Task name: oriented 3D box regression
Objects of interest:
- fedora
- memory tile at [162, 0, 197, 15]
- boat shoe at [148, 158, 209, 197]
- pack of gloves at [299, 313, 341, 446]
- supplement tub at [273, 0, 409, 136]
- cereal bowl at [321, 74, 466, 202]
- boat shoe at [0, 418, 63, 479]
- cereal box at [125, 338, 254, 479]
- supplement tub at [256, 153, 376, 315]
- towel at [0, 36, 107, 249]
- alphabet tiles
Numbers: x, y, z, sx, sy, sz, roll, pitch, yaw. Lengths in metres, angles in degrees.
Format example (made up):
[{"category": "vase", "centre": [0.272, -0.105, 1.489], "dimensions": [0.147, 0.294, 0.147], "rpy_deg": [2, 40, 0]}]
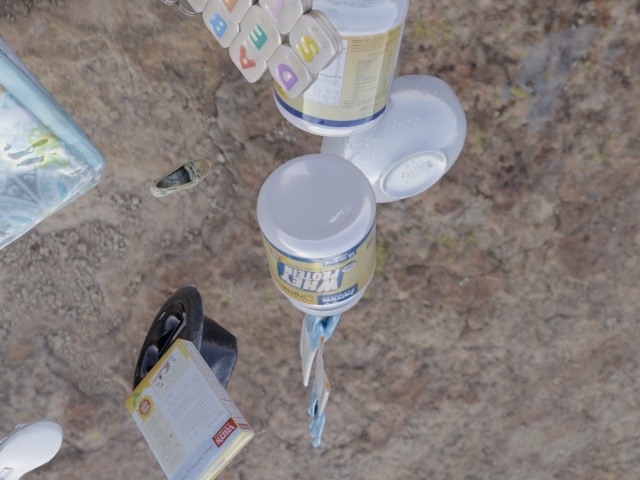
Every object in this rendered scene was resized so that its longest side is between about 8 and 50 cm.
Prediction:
[{"category": "fedora", "centre": [-0.283, 0.263, 1.694], "dimensions": [0.153, 0.334, 0.334], "rpy_deg": [20, 110, -27]}, {"category": "memory tile", "centre": [-0.259, -0.420, 1.242], "dimensions": [0.148, 0.113, 0.012], "rpy_deg": [23, 133, -26]}, {"category": "boat shoe", "centre": [-0.309, -0.142, 1.725], "dimensions": [0.153, 0.048, 0.056], "rpy_deg": [-25, 92, -28]}, {"category": "pack of gloves", "centre": [0.007, 0.179, 1.136], "dimensions": [0.046, 0.195, 0.232], "rpy_deg": [-3, 145, -8]}, {"category": "supplement tub", "centre": [0.035, -0.373, 1.405], "dimensions": [0.228, 0.228, 0.316], "rpy_deg": [-10, 138, -17]}, {"category": "cereal bowl", "centre": [0.178, -0.196, 1.718], "dimensions": [0.339, 0.141, 0.339], "rpy_deg": [-16, 148, -11]}, {"category": "boat shoe", "centre": [-0.415, 0.287, 1.071], "dimensions": [0.066, 0.063, 0.184], "rpy_deg": [26, 124, -30]}, {"category": "cereal box", "centre": [-0.244, 0.322, 1.413], "dimensions": [0.173, 0.240, 0.047], "rpy_deg": [-48, 146, 9]}, {"category": "supplement tub", "centre": [0.000, 0.000, 0.997], "dimensions": [0.144, 0.144, 0.199], "rpy_deg": [-22, 150, -9]}, {"category": "towel", "centre": [-0.476, -0.107, 0.943], "dimensions": [0.321, 0.090, 0.374], "rpy_deg": [-34, 148, -3]}, {"category": "alphabet tiles", "centre": [-0.088, -0.303, 0.893], "dimensions": [0.021, 0.278, 0.284], "rpy_deg": [-39, 94, -27]}]
